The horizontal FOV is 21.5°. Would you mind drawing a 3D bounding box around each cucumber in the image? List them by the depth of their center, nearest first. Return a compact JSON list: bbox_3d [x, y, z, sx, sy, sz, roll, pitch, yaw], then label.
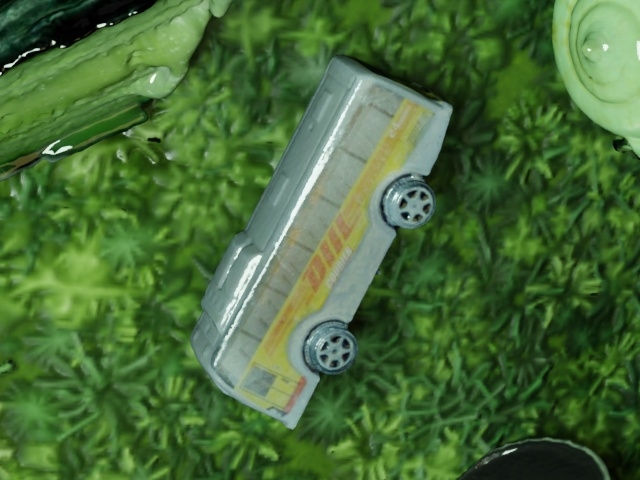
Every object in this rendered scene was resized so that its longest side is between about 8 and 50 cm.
[{"bbox_3d":[-0.132,-0.087,0.769,0.193,0.115,0.086,-32,77,-5],"label":"cucumber"}]

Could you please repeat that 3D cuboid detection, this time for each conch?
[{"bbox_3d":[0.233,-0.099,0.927,0.250,0.137,0.144,7,81,-47],"label":"conch"}]

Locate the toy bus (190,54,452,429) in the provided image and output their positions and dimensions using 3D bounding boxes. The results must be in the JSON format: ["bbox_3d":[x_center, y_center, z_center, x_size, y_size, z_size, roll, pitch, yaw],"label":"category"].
[{"bbox_3d":[0.000,0.000,0.876,0.075,0.064,0.190,25,99,-25],"label":"toy bus"}]

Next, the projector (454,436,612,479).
[{"bbox_3d":[0.177,0.277,1.050,0.108,0.108,0.337,-32,120,-10],"label":"projector"}]
